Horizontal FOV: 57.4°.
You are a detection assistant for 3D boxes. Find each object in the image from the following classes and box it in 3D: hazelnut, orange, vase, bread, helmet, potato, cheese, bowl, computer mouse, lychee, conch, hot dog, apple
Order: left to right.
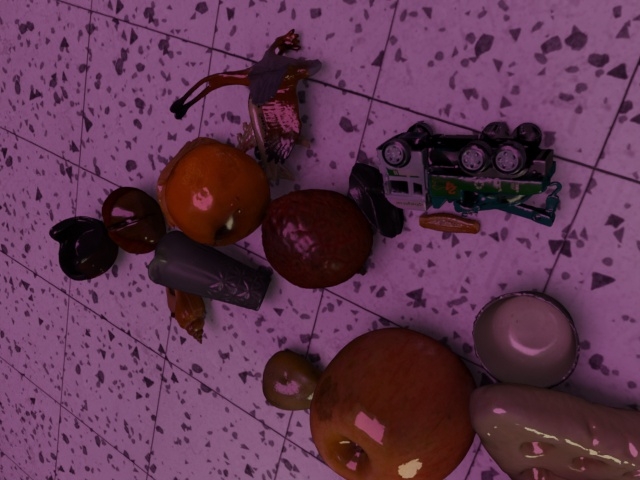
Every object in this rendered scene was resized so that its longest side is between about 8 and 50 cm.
[{"bbox_3d":[-0.751,0.025,1.873,0.189,0.193,0.216,44,109,20],"label":"helmet"},{"bbox_3d":[-0.565,-0.056,1.746,0.181,0.181,0.212,-19,102,15],"label":"hazelnut"},{"bbox_3d":[-0.410,0.162,1.762,0.109,0.093,0.330,-54,50,48],"label":"conch"},{"bbox_3d":[-0.323,-0.142,1.588,0.274,0.149,0.274,14,116,30],"label":"bread"},{"bbox_3d":[-0.290,0.092,1.590,0.301,0.251,0.156,21,90,0],"label":"vase"},{"bbox_3d":[-0.240,-0.104,1.375,0.246,0.246,0.246,8,106,31],"label":"orange"},{"bbox_3d":[-0.064,0.382,1.562,0.194,0.157,0.157,13,109,16],"label":"potato"},{"bbox_3d":[0.000,0.000,1.370,0.255,0.300,0.255,-16,57,27],"label":"lychee"},{"bbox_3d":[0.135,-0.098,1.326,0.062,0.106,0.192,-31,88,46],"label":"computer mouse"},{"bbox_3d":[0.155,0.379,1.298,0.364,0.364,0.363,8,106,31],"label":"apple"},{"bbox_3d":[0.285,-0.040,1.293,0.137,0.028,0.044,8,132,34],"label":"hot dog"},{"bbox_3d":[0.432,0.194,1.205,0.212,0.112,0.211,9,106,32],"label":"bowl"},{"bbox_3d":[0.469,0.363,1.126,0.351,0.129,0.328,-27,124,37],"label":"cheese"}]

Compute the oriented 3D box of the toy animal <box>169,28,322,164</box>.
[{"bbox_3d":[-0.159,-0.372,1.388,0.284,0.225,0.302,21,69,21],"label":"toy animal"}]

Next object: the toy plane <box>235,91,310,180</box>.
[{"bbox_3d":[-0.138,-0.258,1.466,0.229,0.092,0.244,-10,90,21],"label":"toy plane"}]

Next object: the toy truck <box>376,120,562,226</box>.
[{"bbox_3d":[0.297,-0.139,1.181,0.364,0.176,0.177,11,120,29],"label":"toy truck"}]
